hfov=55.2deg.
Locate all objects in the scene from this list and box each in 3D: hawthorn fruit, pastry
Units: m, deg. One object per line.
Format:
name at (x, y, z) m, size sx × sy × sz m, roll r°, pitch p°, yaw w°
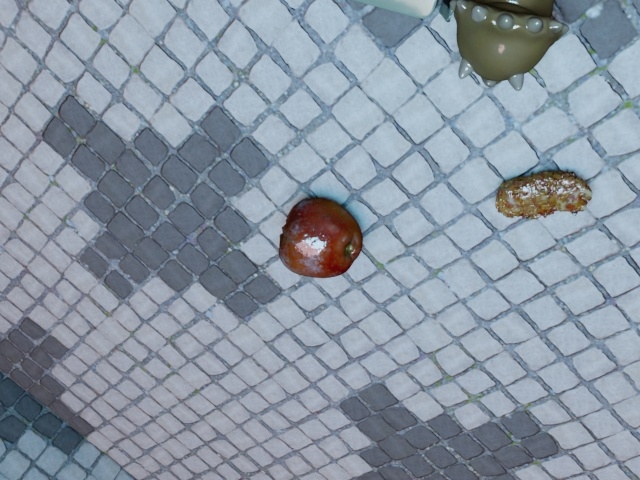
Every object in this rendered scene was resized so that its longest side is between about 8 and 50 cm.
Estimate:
hawthorn fruit at (0.000, 0.000, 1.272) m, size 0.173 × 0.173 × 0.172 m, roll 9°, pitch 124°, yaw 14°
pastry at (0.410, -0.090, 1.136) m, size 0.169 × 0.063 × 0.087 m, roll -4°, pitch 129°, yaw 16°

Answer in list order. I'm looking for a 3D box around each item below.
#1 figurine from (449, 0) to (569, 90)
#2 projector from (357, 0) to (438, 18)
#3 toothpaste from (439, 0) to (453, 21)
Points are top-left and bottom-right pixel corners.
figurine at (0.294, -0.355, 0.931) m, size 0.177 × 0.173 × 0.247 m, roll 31°, pitch 127°, yaw -2°
projector at (0.090, -0.510, 0.958) m, size 0.259 × 0.079 × 0.257 m, roll 19°, pitch 126°, yaw 7°
toothpaste at (0.237, -0.455, 0.961) m, size 0.037 × 0.062 × 0.216 m, roll 13°, pitch 124°, yaw -12°
